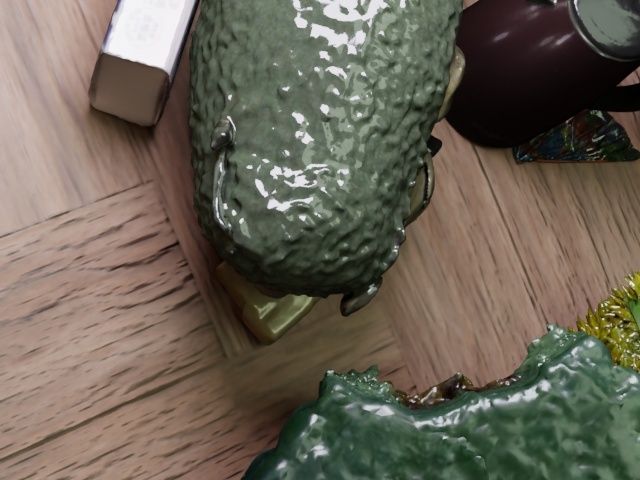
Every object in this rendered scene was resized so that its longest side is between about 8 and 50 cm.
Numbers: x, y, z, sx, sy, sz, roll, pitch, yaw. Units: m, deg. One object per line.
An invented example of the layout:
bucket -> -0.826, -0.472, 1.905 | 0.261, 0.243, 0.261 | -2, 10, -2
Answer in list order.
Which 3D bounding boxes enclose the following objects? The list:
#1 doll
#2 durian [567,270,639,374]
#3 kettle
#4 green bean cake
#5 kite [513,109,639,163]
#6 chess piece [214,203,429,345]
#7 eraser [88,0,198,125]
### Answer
doll -> 0.008, -0.118, 1.379 | 0.247, 0.247, 0.349 | 21, 68, -24
durian -> 0.316, 0.152, 1.565 | 0.176, 0.200, 0.237 | -34, 82, 13
kettle -> 0.234, -0.170, 1.560 | 0.202, 0.232, 0.144 | 28, 69, -17
green bean cake -> 0.123, 0.201, 1.389 | 0.300, 0.169, 0.308 | 40, 87, 4
kite -> 0.237, -0.149, 1.694 | 0.232, 0.009, 0.189 | 44, 62, -14
chess piece -> 0.000, 0.000, 1.493 | 0.200, 0.090, 0.090 | -42, 101, -20
eraser -> -0.131, -0.215, 1.433 | 0.068, 0.124, 0.210 | 18, 70, -5
